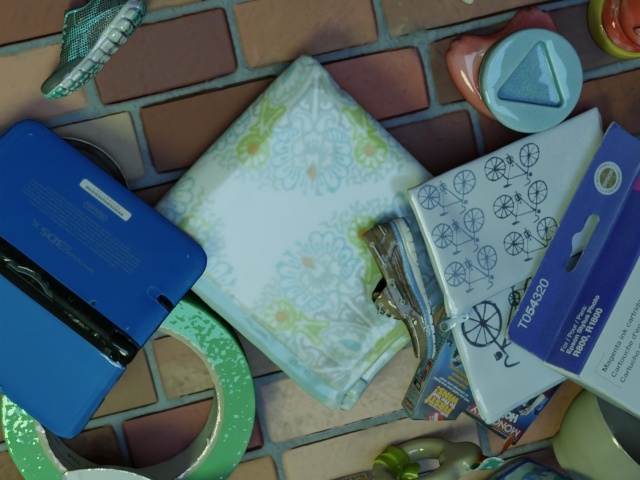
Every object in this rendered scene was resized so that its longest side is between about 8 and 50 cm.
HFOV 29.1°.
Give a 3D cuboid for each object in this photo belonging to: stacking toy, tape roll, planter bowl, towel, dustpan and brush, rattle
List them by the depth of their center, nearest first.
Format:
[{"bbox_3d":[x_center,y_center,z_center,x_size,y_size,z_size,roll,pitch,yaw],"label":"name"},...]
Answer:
[{"bbox_3d":[0.298,-0.299,1.536,0.309,0.130,0.279,-33,106,-1],"label":"stacking toy"},{"bbox_3d":[-0.208,0.340,1.558,0.211,0.060,0.147,-14,105,-6],"label":"dustpan and brush"},{"bbox_3d":[0.000,0.000,1.582,0.374,0.090,0.320,43,90,-16],"label":"towel"},{"bbox_3d":[-0.247,0.207,1.592,0.321,0.077,0.321,-2,103,-10],"label":"tape roll"},{"bbox_3d":[0.175,0.337,1.650,0.200,0.130,0.142,-11,93,13],"label":"rattle"},{"bbox_3d":[0.389,0.279,1.685,0.162,0.162,0.109,39,121,-15],"label":"planter bowl"}]

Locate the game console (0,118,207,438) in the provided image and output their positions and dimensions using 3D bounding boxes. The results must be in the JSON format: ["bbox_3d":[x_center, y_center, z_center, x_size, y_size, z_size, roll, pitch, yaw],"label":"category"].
[{"bbox_3d":[-0.331,0.047,1.499,0.293,0.173,0.250,38,61,0],"label":"game console"}]

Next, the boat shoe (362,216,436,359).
[{"bbox_3d":[0.097,0.066,1.540,0.066,0.066,0.183,-15,94,-3],"label":"boat shoe"}]

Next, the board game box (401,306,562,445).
[{"bbox_3d":[0.211,0.183,1.671,0.194,0.060,0.194,35,96,-15],"label":"board game box"}]

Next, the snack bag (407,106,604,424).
[{"bbox_3d":[0.286,0.035,1.600,0.323,0.037,0.342,-23,103,-25],"label":"snack bag"}]

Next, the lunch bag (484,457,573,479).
[{"bbox_3d":[0.244,0.393,1.660,0.219,0.176,0.090,-32,107,-12],"label":"lunch bag"}]

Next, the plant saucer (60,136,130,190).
[{"bbox_3d":[-0.322,-0.048,1.544,0.169,0.029,0.168,-2,103,-8],"label":"plant saucer"}]

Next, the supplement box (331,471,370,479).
[{"bbox_3d":[0.046,0.376,1.700,0.062,0.036,0.098,-13,105,-6],"label":"supplement box"}]

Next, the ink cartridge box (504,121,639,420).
[{"bbox_3d":[0.443,0.063,1.615,0.330,0.071,0.324,30,83,-25],"label":"ink cartridge box"}]

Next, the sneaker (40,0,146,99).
[{"bbox_3d":[-0.289,-0.245,1.496,0.076,0.065,0.166,42,90,1],"label":"sneaker"}]
